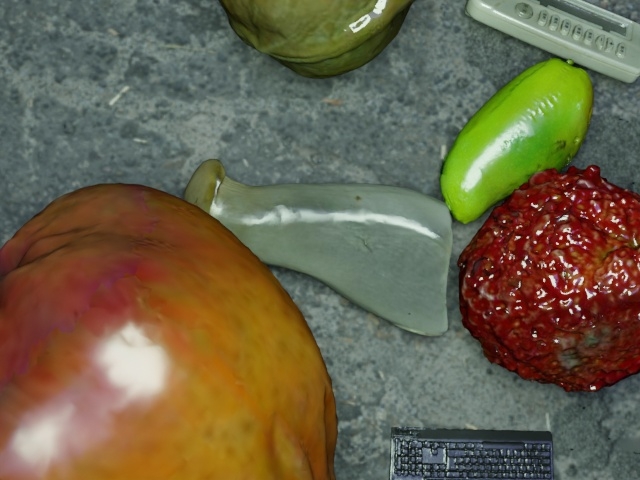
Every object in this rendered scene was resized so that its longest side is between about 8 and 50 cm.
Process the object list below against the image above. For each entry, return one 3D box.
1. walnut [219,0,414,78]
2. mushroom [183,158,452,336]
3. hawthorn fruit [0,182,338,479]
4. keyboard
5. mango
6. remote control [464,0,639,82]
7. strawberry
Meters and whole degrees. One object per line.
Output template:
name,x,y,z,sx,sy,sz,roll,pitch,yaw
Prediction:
walnut,0.009,-0.325,1.243,0.283,0.227,0.283,-13,57,21
mushroom,0.000,0.000,1.246,0.328,0.122,0.159,12,73,-3
hawthorn fruit,-0.196,0.187,1.065,0.471,0.472,0.472,1,82,-5
keyboard,0.179,0.258,1.279,0.196,0.015,0.074,3,81,-5
mango,0.233,-0.113,1.286,0.125,0.111,0.233,40,86,-7
remote control,0.291,-0.265,1.342,0.230,0.049,0.090,21,51,-2
strawberry,0.304,0.042,1.214,0.274,0.220,0.274,2,85,-21
